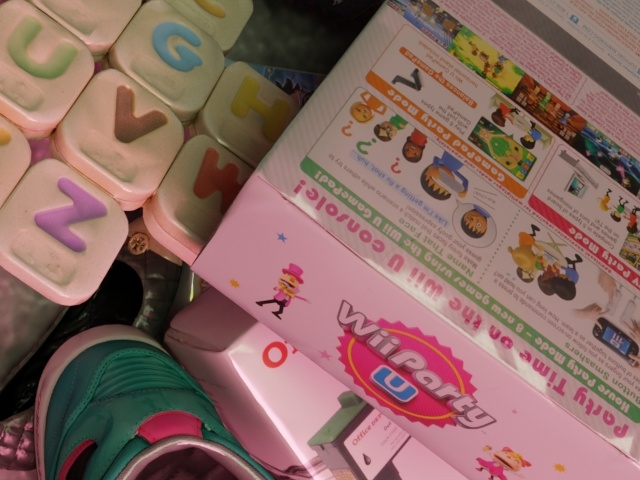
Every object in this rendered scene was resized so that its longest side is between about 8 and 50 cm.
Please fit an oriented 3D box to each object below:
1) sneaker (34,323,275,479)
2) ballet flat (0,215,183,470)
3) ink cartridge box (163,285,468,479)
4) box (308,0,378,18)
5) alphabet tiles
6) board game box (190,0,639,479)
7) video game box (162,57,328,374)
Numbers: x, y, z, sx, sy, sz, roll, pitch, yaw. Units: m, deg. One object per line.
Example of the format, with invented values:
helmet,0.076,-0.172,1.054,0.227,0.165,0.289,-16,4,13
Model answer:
sneaker,-0.073,0.203,0.662,0.124,0.178,0.295,-12,105,-20
ballet flat,-0.134,0.056,0.729,0.173,0.057,0.049,-57,148,-11
ink cartridge box,0.040,0.093,0.747,0.160,0.092,0.219,-41,109,-20
box,-0.048,-0.259,0.744,0.233,0.059,0.183,22,68,-25
alphabet tiles,-0.135,-0.106,0.653,0.284,0.021,0.278,37,41,-13
board game box,0.108,-0.040,0.673,0.224,0.097,0.303,38,52,-3
video game box,0.000,0.000,0.801,0.187,0.048,0.205,6,89,-29
